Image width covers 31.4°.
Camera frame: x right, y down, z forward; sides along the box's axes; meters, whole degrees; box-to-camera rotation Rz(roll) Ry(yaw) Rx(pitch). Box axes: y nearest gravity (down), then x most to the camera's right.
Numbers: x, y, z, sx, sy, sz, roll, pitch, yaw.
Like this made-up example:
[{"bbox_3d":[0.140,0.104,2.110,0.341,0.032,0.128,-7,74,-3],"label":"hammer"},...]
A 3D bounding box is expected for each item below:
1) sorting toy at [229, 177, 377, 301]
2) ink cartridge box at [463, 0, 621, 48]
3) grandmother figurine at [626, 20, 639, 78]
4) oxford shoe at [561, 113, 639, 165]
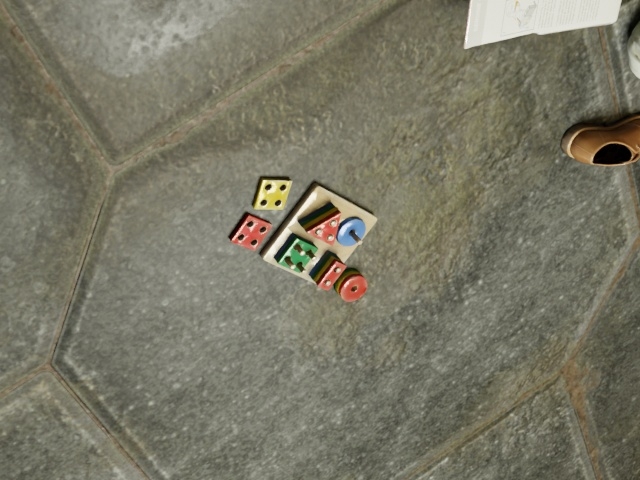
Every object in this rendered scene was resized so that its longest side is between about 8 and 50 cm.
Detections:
[{"bbox_3d":[0.000,0.000,1.607,0.274,0.046,0.132,27,106,-42],"label":"sorting toy"},{"bbox_3d":[0.295,-0.410,1.468,0.261,0.066,0.296,-13,128,-24],"label":"ink cartridge box"},{"bbox_3d":[0.601,-0.329,1.703,0.342,0.104,0.208,-24,124,-18],"label":"grandmother figurine"},{"bbox_3d":[0.480,-0.147,1.781,0.212,0.076,0.076,-12,127,-27],"label":"oxford shoe"}]
